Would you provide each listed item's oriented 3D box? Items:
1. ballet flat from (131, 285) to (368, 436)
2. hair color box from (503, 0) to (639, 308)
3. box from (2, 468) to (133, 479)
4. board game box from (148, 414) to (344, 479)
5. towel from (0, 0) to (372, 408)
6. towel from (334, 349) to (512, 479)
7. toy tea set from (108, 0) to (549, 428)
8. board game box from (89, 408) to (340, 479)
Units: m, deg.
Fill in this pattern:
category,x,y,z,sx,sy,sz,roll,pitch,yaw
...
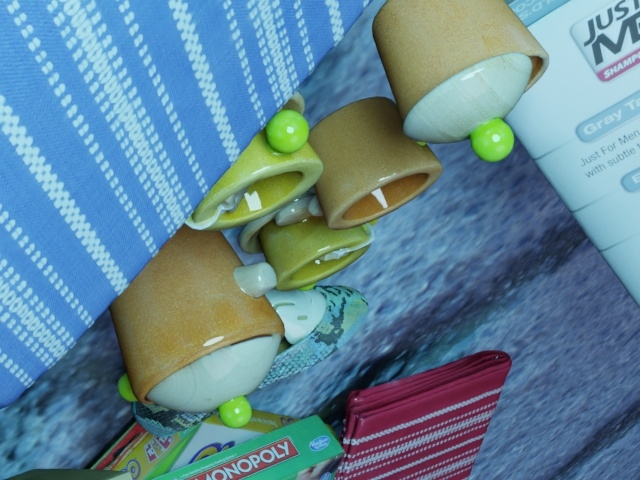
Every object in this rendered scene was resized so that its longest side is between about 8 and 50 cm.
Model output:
category,x,y,z,sx,sy,sz,roll,pitch,yaw
ballet flat,-0.048,0.070,0.827,0.188,0.070,0.070,-31,150,-21
hair color box,0.250,-0.054,0.733,0.185,0.113,0.374,-30,126,18
box,-0.233,0.180,0.713,0.201,0.021,0.164,-15,180,-35
board game box,-0.110,0.291,0.998,0.214,0.046,0.317,-16,142,-31
towel,-0.046,-0.108,0.413,0.336,0.040,0.243,-51,159,-15
towel,0.073,0.230,1.121,0.199,0.031,0.274,-13,131,-37
toy tea set,0.000,0.000,0.635,0.200,0.124,0.336,-20,164,-26
board game box,-0.088,0.190,0.975,0.124,0.039,0.259,-46,147,11
